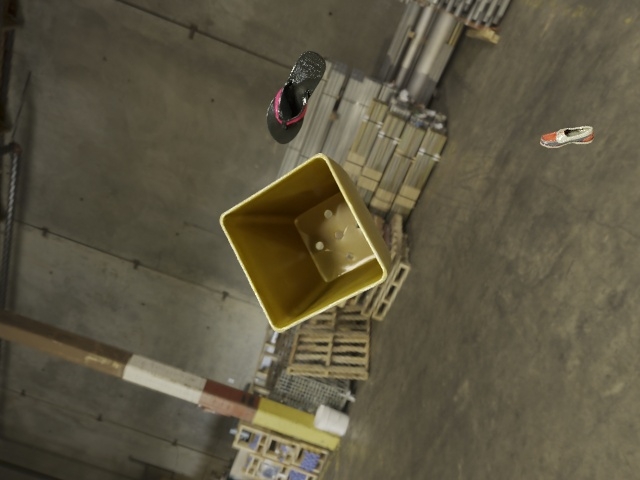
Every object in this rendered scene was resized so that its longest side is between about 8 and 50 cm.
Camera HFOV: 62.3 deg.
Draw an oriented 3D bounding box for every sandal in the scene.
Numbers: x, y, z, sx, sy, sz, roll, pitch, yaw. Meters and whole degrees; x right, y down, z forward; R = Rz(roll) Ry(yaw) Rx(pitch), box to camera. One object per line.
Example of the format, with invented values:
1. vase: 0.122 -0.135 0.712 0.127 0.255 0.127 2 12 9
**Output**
1. sandal: -0.048 -0.240 0.913 0.179 0.067 0.040 -58 10 38

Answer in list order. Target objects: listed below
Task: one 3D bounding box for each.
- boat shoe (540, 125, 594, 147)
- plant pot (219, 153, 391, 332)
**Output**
1. boat shoe: 0.675 -0.287 1.455 0.043 0.137 0.049 47 -127 -48
2. plant pot: 0.000 0.000 0.893 0.212 0.212 0.187 -29 -6 21
